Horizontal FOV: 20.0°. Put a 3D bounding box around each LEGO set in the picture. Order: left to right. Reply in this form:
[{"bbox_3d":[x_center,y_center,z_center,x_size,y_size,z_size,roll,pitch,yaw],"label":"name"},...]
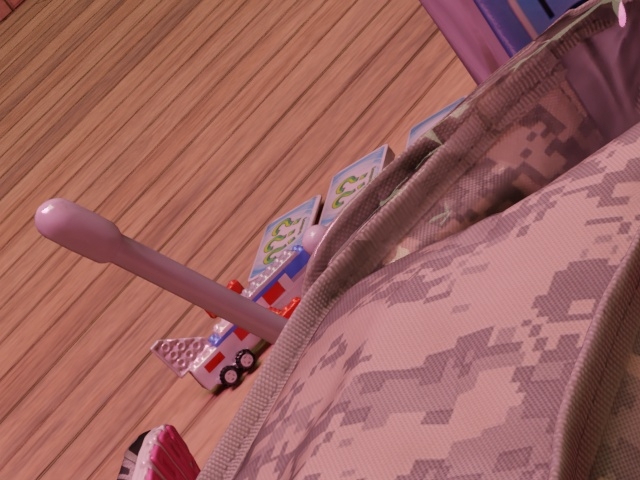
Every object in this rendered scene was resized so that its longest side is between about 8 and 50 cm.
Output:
[{"bbox_3d":[0.000,0.000,1.123,0.182,0.060,0.244,-31,22,26],"label":"LEGO set"}]

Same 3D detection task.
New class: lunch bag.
[{"bbox_3d":[0.097,0.092,0.512,0.169,0.235,0.287,-23,25,40],"label":"lunch bag"}]

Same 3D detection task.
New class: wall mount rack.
[{"bbox_3d":[0.045,-0.047,0.830,0.350,0.130,0.304,-52,-16,13],"label":"wall mount rack"}]

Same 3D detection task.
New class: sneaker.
[{"bbox_3d":[-0.105,0.160,0.936,0.074,0.063,0.170,-22,29,20],"label":"sneaker"}]

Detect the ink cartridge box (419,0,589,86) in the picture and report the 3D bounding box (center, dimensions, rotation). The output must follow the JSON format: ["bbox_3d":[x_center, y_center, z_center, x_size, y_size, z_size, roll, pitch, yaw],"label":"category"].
[{"bbox_3d":[0.255,-0.126,0.673,0.395,0.270,0.151,-37,22,0],"label":"ink cartridge box"}]
